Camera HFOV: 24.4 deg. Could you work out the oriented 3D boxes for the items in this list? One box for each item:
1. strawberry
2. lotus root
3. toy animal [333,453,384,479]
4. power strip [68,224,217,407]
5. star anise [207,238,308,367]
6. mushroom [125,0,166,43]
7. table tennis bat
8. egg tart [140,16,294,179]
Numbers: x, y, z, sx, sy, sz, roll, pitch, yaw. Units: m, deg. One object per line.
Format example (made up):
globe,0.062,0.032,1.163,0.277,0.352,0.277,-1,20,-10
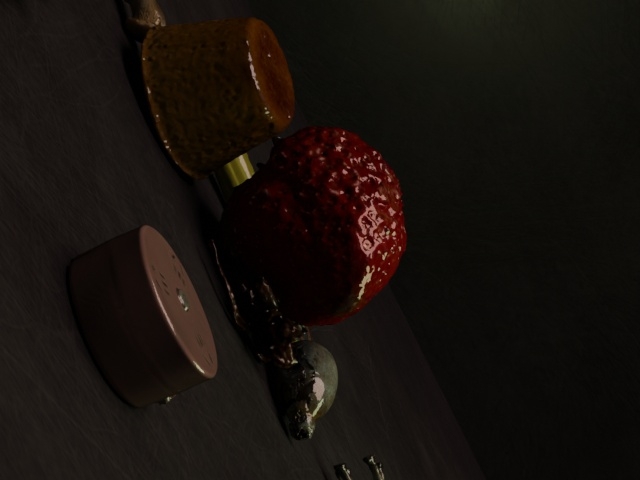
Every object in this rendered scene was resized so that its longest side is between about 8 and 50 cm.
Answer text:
strawberry,0.000,0.000,1.934,0.277,0.257,0.257,-103,167,-53
lotus root,-0.020,0.187,1.908,0.165,0.088,0.088,-84,150,-57
toy animal,0.075,0.382,2.000,0.217,0.073,0.176,55,17,-78
power strip,-0.153,0.069,1.301,0.154,0.078,0.154,-25,90,-84
star anise,-0.086,0.078,1.846,0.191,0.070,0.097,64,-20,-5
mushroom,-0.262,-0.347,2.041,0.202,0.054,0.059,64,-1,32
table tennis bat,-0.077,0.021,2.143,0.224,0.054,0.369,-55,124,-81
egg tart,-0.136,-0.193,1.939,0.215,0.171,0.215,-14,90,-71
